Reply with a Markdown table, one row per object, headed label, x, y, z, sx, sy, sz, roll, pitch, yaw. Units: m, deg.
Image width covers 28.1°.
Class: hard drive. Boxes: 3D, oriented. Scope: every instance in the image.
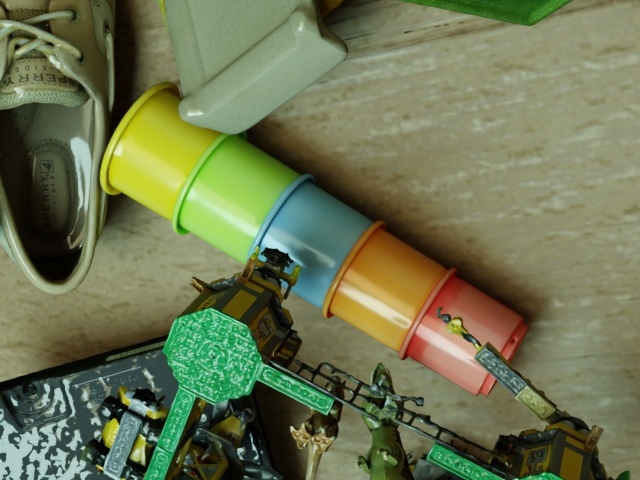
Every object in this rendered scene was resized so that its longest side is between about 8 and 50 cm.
| label | x | y | z | sx | sy | sz | roll | pitch | yaw |
| --- | --- | --- | --- | --- | --- | --- | --- | --- | --- |
| hard drive | -0.133 | 0.253 | 0.997 | 0.236 | 0.064 | 0.339 | -17 | 98 | -1 |

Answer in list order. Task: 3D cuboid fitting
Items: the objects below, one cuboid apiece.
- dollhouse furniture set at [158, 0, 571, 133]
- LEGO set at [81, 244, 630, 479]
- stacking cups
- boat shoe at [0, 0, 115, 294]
| label | x | y | z | sx | sy | sz | roll | pitch | yaw |
| --- | --- | --- | --- | --- | --- | --- | --- | --- | --- |
| dollhouse furniture set | 0.025 | -0.210 | 0.843 | 0.301 | 0.151 | 0.198 | -29 | 70 | 46 |
| LEGO set | 0.031 | 0.144 | 0.861 | 0.331 | 0.192 | 0.255 | 18 | 113 | 9 |
| stacking cups | 0.000 | 0.000 | 0.911 | 0.316 | 0.096 | 0.096 | 30 | 115 | 9 |
| boat shoe | -0.199 | -0.130 | 0.921 | 0.121 | 0.110 | 0.341 | -10 | 112 | -13 |
